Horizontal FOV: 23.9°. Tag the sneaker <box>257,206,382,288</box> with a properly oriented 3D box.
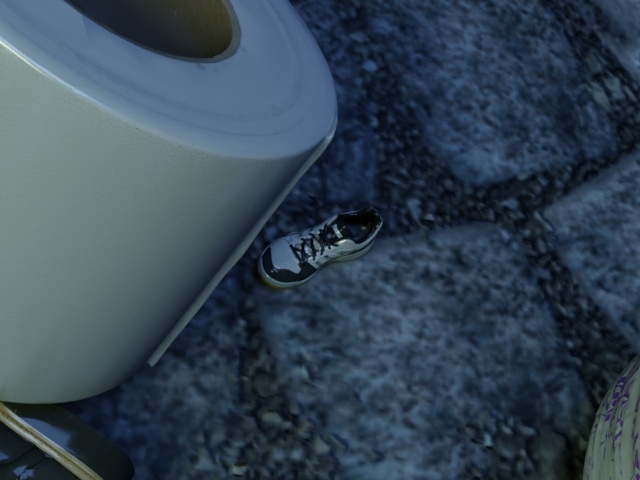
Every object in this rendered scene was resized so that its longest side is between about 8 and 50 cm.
[{"bbox_3d":[0.000,0.000,0.883,0.083,0.037,0.032,-25,75,-34],"label":"sneaker"}]

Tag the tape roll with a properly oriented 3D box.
[{"bbox_3d":[-0.137,-0.068,0.723,0.246,0.169,0.246,29,29,-18],"label":"tape roll"}]

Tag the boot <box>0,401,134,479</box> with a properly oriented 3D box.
[{"bbox_3d":[-0.199,0.114,0.695,0.198,0.077,0.137,29,57,-5],"label":"boot"}]

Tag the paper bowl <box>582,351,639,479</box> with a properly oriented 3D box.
[{"bbox_3d":[0.275,0.168,0.840,0.284,0.148,0.284,12,55,-18],"label":"paper bowl"}]
